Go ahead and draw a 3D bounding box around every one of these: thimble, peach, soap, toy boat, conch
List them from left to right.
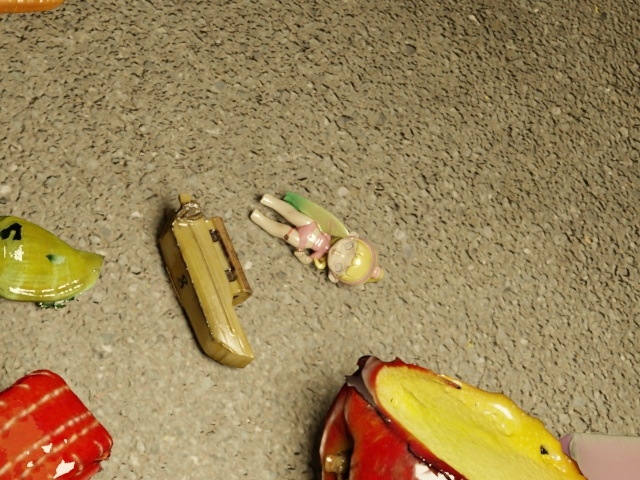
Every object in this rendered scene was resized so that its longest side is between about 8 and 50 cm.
[{"bbox_3d":[-0.353,0.023,1.705,0.200,0.079,0.095,25,76,-23],"label":"conch"},{"bbox_3d":[-0.322,0.234,1.556,0.125,0.163,0.189,48,55,4],"label":"thimble"},{"bbox_3d":[-0.131,0.049,1.800,0.088,0.068,0.226,-13,72,-37],"label":"toy boat"},{"bbox_3d":[0.146,0.298,1.741,0.361,0.201,0.258,17,28,-33],"label":"peach"},{"bbox_3d":[0.429,0.351,1.918,0.259,0.081,0.181,6,63,-23],"label":"soap"}]

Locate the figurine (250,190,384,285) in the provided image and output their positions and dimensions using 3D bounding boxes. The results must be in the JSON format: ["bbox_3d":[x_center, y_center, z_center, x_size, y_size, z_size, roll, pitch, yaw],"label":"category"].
[{"bbox_3d":[0.000,0.000,1.897,0.187,0.083,0.083,28,56,3],"label":"figurine"}]

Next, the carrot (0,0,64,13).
[{"bbox_3d":[-0.445,-0.297,1.826,0.271,0.062,0.066,-24,45,-37],"label":"carrot"}]
